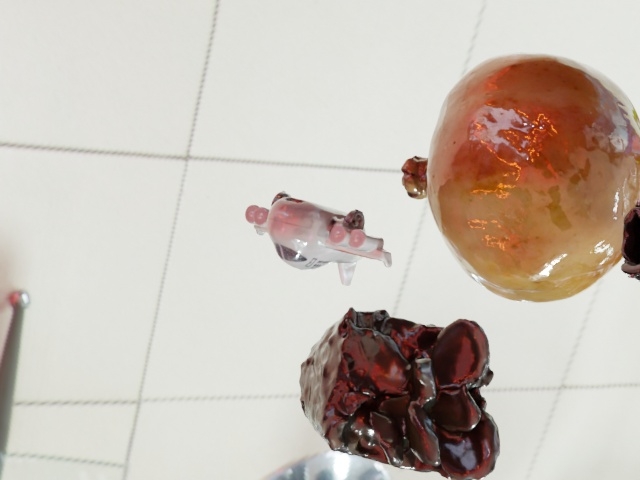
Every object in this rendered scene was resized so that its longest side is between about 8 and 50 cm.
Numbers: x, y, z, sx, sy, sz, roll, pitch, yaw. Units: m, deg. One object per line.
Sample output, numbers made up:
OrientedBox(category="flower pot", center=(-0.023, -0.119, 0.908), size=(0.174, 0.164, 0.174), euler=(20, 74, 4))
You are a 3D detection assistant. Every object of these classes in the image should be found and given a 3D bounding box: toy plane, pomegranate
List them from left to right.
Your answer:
OrientedBox(category="toy plane", center=(0.001, -0.004, 1.740), size=(0.252, 0.252, 0.118), euler=(18, 86, -32))
OrientedBox(category="pomegranate", center=(0.328, -0.109, 1.803), size=(0.411, 0.411, 0.411), euler=(-11, 121, -19))

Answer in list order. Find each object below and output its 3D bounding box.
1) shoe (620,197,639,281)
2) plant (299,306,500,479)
OrientedBox(category="shoe", center=(0.394, 0.030, 1.333), size=(0.099, 0.071, 0.169), euler=(-4, 82, -44))
OrientedBox(category="plant", center=(0.090, 0.180, 1.330), size=(0.188, 0.276, 0.199), euler=(15, 82, -22))
